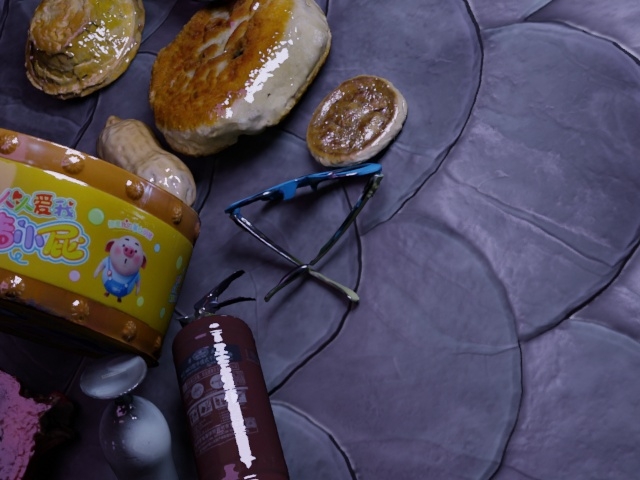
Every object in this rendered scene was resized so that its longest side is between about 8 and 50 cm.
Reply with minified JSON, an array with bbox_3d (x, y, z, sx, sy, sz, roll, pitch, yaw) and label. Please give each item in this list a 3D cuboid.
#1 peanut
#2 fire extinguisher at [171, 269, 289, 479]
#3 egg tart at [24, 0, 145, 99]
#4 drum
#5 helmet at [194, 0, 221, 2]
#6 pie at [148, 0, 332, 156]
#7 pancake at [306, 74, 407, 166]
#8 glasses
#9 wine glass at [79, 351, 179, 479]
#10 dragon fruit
[{"bbox_3d":[-0.269,-0.110,1.833,0.263,0.101,0.117,46,137,40],"label":"peanut"},{"bbox_3d":[-0.117,0.202,1.590,0.135,0.114,0.337,-23,57,7],"label":"fire extinguisher"},{"bbox_3d":[-0.409,-0.352,2.047,0.241,0.106,0.241,-12,62,22],"label":"egg tart"},{"bbox_3d":[-0.385,0.012,1.650,0.431,0.431,0.214,8,74,34],"label":"drum"},{"bbox_3d":[-0.130,-0.501,1.874,0.279,0.160,0.230,-38,34,1],"label":"helmet"},{"bbox_3d":[-0.134,-0.267,1.821,0.315,0.092,0.315,-19,46,21],"label":"pie"},{"bbox_3d":[0.047,-0.170,1.712,0.158,0.028,0.158,-15,53,21],"label":"pancake"},{"bbox_3d":[-0.018,-0.014,1.636,0.239,0.102,0.207,-17,59,24],"label":"glasses"},{"bbox_3d":[-0.244,0.250,1.586,0.093,0.202,0.093,-7,35,5],"label":"wine glass"},{"bbox_3d":[-0.452,0.280,1.766,0.211,0.134,0.262,-15,75,12],"label":"dragon fruit"}]
